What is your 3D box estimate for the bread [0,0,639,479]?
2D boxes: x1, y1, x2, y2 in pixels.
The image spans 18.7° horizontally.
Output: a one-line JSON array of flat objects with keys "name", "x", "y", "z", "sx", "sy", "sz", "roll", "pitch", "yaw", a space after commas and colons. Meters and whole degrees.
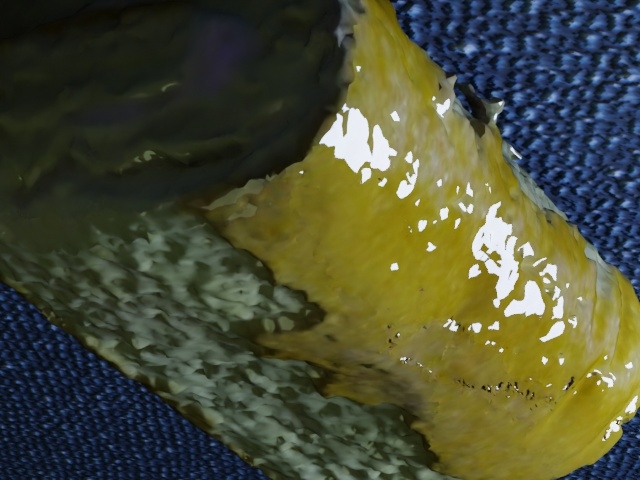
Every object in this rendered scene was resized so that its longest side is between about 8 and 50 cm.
[{"name": "bread", "x": 0.000, "y": 0.000, "z": 0.951, "sx": 0.236, "sy": 0.165, "sz": 0.375, "roll": -9, "pitch": 150, "yaw": 28}]
